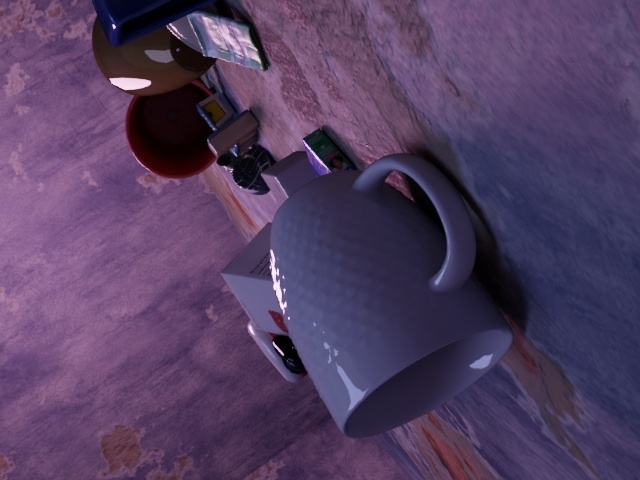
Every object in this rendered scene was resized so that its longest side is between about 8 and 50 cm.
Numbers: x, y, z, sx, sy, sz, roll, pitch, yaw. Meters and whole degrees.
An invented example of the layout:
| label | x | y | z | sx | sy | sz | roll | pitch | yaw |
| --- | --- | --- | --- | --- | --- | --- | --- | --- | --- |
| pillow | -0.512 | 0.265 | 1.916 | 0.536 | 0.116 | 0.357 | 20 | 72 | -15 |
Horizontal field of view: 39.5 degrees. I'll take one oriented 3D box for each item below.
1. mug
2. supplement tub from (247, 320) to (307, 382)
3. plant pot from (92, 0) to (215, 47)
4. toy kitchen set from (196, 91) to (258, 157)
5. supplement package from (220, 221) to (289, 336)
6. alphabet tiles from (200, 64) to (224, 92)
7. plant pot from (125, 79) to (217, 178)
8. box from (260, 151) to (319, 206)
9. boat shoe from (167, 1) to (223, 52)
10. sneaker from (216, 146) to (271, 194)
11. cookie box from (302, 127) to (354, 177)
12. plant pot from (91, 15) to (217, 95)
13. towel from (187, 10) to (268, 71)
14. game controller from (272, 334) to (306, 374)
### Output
| label | x | y | z | sx | sy | sz | roll | pitch | yaw |
| --- | --- | --- | --- | --- | --- | --- | --- | --- | --- |
| mug | 0.091 | 0.043 | 1.255 | 0.328 | 0.276 | 0.374 | 59 | 143 | 26 |
| supplement tub | -0.023 | 0.196 | 2.176 | 0.191 | 0.272 | 0.191 | 49 | 170 | 11 |
| plant pot | -0.262 | -0.449 | 1.356 | 0.212 | 0.236 | 0.236 | 63 | 170 | -10 |
| toy kitchen set | -0.249 | -0.284 | 2.149 | 0.166 | 0.122 | 0.207 | 51 | 170 | 3 |
| supplement package | -0.028 | 0.090 | 1.858 | 0.293 | 0.175 | 0.177 | 6 | 135 | 46 |
| alphabet tiles | -0.330 | -0.493 | 2.195 | 0.278 | 0.021 | 0.284 | 52 | 171 | 22 |
| plant pot | -0.397 | -0.328 | 2.439 | 0.275 | 0.275 | 0.243 | 59 | 180 | -21 |
| box | -0.039 | -0.104 | 1.822 | 0.130 | 0.091 | 0.170 | 59 | 171 | -13 |
| boat shoe | -0.267 | -0.485 | 1.655 | 0.324 | 0.116 | 0.097 | 50 | -141 | -44 |
| sneaker | -0.160 | -0.172 | 2.274 | 0.122 | 0.110 | 0.283 | 41 | -178 | -30 |
| cookie box | 0.019 | -0.132 | 1.584 | 0.107 | 0.040 | 0.092 | 50 | 170 | 30 |
| plant pot | -0.324 | -0.418 | 1.881 | 0.254 | 0.237 | 0.237 | 17 | 142 | 54 |
| towel | -0.173 | -0.366 | 1.641 | 0.152 | 0.023 | 0.113 | 22 | 155 | 31 |
| game controller | 0.061 | 0.229 | 1.893 | 0.166 | 0.319 | 0.067 | -132 | 46 | -62 |
